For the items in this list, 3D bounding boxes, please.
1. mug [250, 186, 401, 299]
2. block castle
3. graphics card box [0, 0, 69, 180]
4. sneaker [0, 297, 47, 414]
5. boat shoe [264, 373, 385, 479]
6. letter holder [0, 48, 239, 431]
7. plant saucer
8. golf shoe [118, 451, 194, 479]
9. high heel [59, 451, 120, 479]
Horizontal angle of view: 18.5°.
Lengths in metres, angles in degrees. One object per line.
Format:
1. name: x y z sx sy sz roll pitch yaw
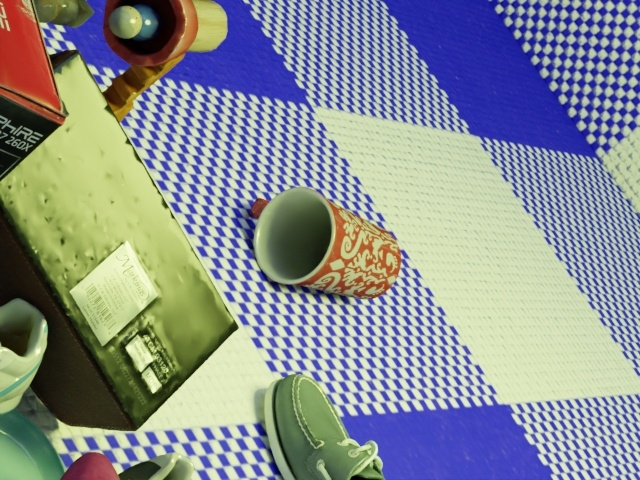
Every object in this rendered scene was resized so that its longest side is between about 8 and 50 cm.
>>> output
1. mug: 0.008 -0.004 2.323 0.169 0.113 0.150 20 38 -54
2. block castle: -0.331 -0.288 1.922 0.453 0.303 0.213 53 17 9
3. graphics card box: -0.359 -0.070 1.446 0.094 0.371 0.232 25 34 -44
4. sneaker: -0.307 0.110 1.581 0.087 0.092 0.229 37 28 11
5. boat shoe: 0.040 0.254 1.991 0.116 0.099 0.319 22 35 -46
6. letter holder: -0.254 0.005 1.748 0.152 0.214 0.301 -46 118 -35
7. plant saucer: -0.264 0.189 1.653 0.119 0.021 0.119 39 24 -22
8. golf shoe: -0.138 0.293 1.588 0.105 0.120 0.273 29 30 -40
9. high heel: -0.230 0.238 1.547 0.117 0.082 0.244 48 39 -28
